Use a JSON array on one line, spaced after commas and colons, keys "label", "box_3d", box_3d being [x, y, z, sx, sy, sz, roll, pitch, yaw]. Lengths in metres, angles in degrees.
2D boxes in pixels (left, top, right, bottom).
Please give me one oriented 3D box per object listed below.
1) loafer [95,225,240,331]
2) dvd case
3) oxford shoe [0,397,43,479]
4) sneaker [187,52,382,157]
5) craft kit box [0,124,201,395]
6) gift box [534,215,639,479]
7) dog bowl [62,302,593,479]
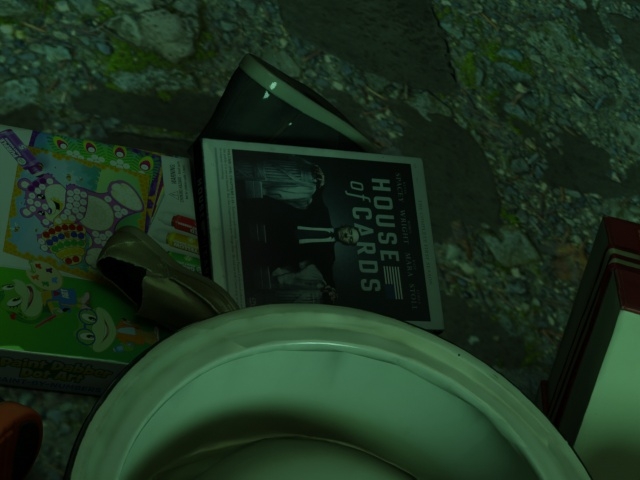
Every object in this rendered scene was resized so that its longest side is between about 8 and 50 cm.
[{"label": "loafer", "box_3d": [-0.126, 0.047, 1.157, 0.148, 0.056, 0.050, 34, 43, 18]}, {"label": "dvd case", "box_3d": [0.000, 0.000, 1.321, 0.238, 0.029, 0.179, 3, 71, -27]}, {"label": "oxford shoe", "box_3d": [-0.315, 0.190, 0.981, 0.098, 0.097, 0.271, 24, 35, 21]}, {"label": "sneaker", "box_3d": [-0.035, -0.092, 1.405, 0.222, 0.118, 0.083, 29, 14, -46]}, {"label": "craft kit box", "box_3d": [-0.224, 0.014, 1.207, 0.246, 0.061, 0.250, 7, 48, -21]}, {"label": "gift box", "box_3d": [0.328, 0.163, 1.193, 0.276, 0.258, 0.255, 18, 22, 6]}, {"label": "dog bowl", "box_3d": [0.005, 0.248, 1.023, 0.408, 0.150, 0.408, 11, 46, -11]}]
